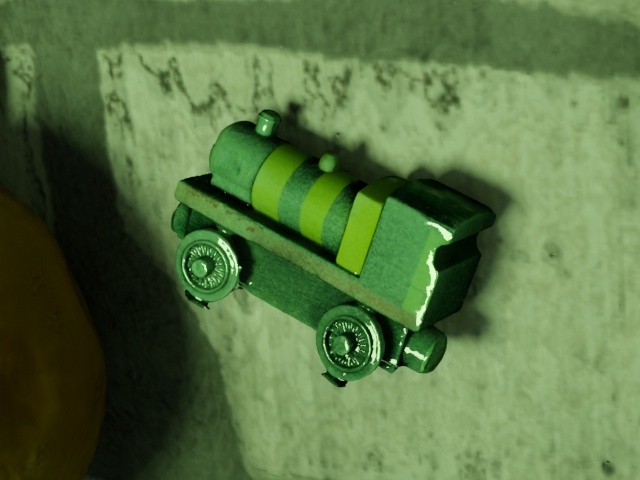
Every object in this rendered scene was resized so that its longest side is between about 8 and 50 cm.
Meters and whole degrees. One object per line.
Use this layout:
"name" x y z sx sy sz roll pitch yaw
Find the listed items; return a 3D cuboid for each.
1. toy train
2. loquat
"toy train" 0.000 0.000 0.951 0.200 0.083 0.132 28 113 21
"loquat" -0.302 0.099 1.041 0.328 0.328 0.328 14 118 29
